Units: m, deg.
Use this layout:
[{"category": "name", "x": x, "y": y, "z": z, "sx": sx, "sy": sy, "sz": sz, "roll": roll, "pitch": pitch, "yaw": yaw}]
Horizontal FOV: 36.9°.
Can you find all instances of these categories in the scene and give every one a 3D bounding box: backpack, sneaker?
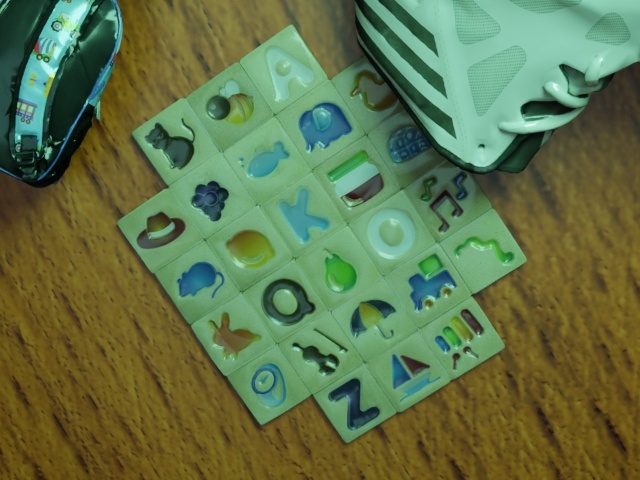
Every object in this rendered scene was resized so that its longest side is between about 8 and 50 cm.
[{"category": "backpack", "x": -0.245, "y": -0.147, "z": 0.783, "sx": 0.158, "sy": 0.117, "sz": 0.173, "roll": 29, "pitch": 86, "yaw": -4}, {"category": "sneaker", "x": 0.228, "y": -0.164, "z": 0.706, "sx": 0.448, "sy": 0.169, "sz": 0.257, "roll": 17, "pitch": 128, "yaw": 22}]

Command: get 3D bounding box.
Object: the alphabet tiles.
[{"category": "alphabet tiles", "x": 0.000, "y": 0.000, "z": 0.849, "sx": 0.285, "sy": 0.011, "sz": 0.342, "roll": -33, "pitch": 96, "yaw": 8}]
